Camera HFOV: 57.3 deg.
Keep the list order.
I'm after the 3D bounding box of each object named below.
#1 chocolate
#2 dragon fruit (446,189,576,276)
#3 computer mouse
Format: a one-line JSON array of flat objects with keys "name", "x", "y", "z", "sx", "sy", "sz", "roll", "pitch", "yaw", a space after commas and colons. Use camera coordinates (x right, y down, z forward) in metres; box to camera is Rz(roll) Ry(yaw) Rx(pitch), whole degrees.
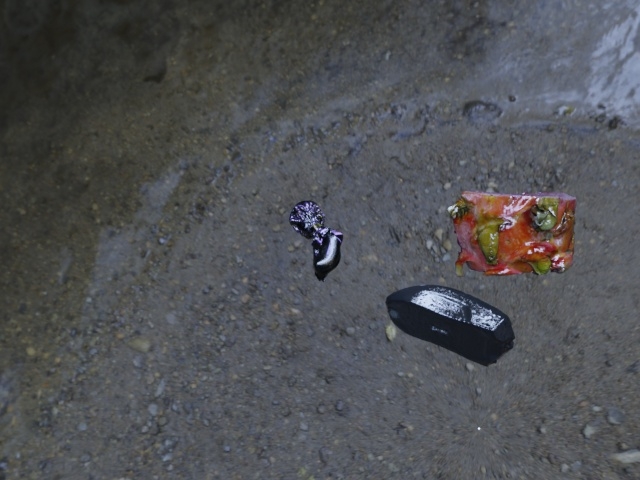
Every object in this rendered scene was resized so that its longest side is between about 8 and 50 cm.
[{"name": "chocolate", "x": 0.001, "y": -0.003, "z": 0.888, "sx": 0.147, "sy": 0.070, "sz": 0.072, "roll": 56, "pitch": 135, "yaw": 49}, {"name": "dragon fruit", "x": 0.224, "y": -0.006, "z": 0.646, "sx": 0.147, "sy": 0.096, "sz": 0.102, "roll": -8, "pitch": 107, "yaw": -1}, {"name": "computer mouse", "x": 0.216, "y": 0.129, "z": 0.974, "sx": 0.217, "sy": 0.122, "sz": 0.073, "roll": 21, "pitch": 54, "yaw": 23}]
